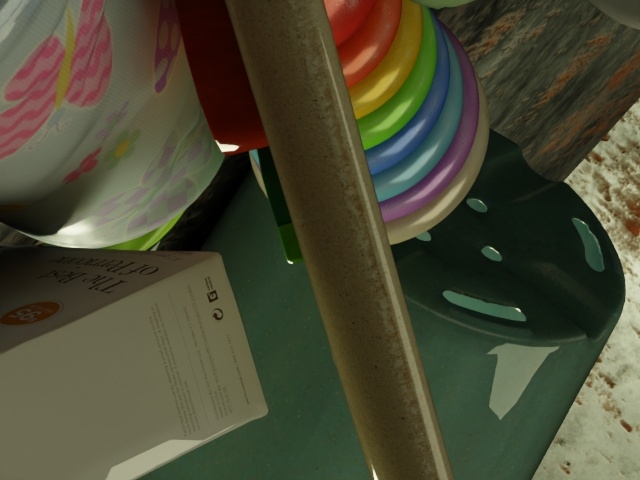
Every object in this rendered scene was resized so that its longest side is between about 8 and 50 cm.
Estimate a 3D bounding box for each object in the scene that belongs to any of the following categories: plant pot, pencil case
[{"bbox_3d":[0.022,0.100,1.182,0.341,0.341,0.334,-32,156,-54],"label":"plant pot"},{"bbox_3d":[-0.097,-0.071,0.521,0.124,0.113,0.273,-59,171,-1],"label":"pencil case"}]

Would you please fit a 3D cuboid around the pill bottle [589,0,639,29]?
[{"bbox_3d":[0.294,-0.259,1.270,0.264,0.153,0.153,-34,165,-50],"label":"pill bottle"}]

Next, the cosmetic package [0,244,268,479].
[{"bbox_3d":[-0.132,0.042,0.586,0.099,0.060,0.239,-27,-162,-36],"label":"cosmetic package"}]

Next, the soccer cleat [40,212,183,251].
[{"bbox_3d":[-0.126,0.017,0.925,0.179,0.060,0.072,-48,172,-5],"label":"soccer cleat"}]

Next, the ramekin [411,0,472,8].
[{"bbox_3d":[0.071,-0.225,0.463,0.303,0.148,0.303,-45,170,-10],"label":"ramekin"}]

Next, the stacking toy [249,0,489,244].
[{"bbox_3d":[0.001,-0.099,0.841,0.141,0.141,0.330,-45,163,-2],"label":"stacking toy"}]

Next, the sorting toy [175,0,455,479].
[{"bbox_3d":[0.000,0.000,0.593,0.041,0.307,0.229,-16,-150,1],"label":"sorting toy"}]
